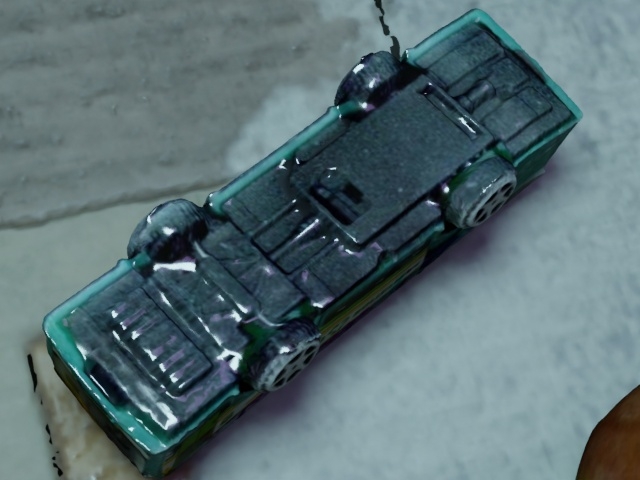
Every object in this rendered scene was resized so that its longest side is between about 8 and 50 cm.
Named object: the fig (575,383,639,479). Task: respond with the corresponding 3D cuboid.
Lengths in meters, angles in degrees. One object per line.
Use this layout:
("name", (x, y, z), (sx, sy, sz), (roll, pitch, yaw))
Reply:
("fig", (0.201, 0.114, 0.627), (0.205, 0.205, 0.205), (4, 68, -9))

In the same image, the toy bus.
("toy bus", (0.000, 0.000, 0.680), (0.262, 0.109, 0.091), (-36, 77, -23))
